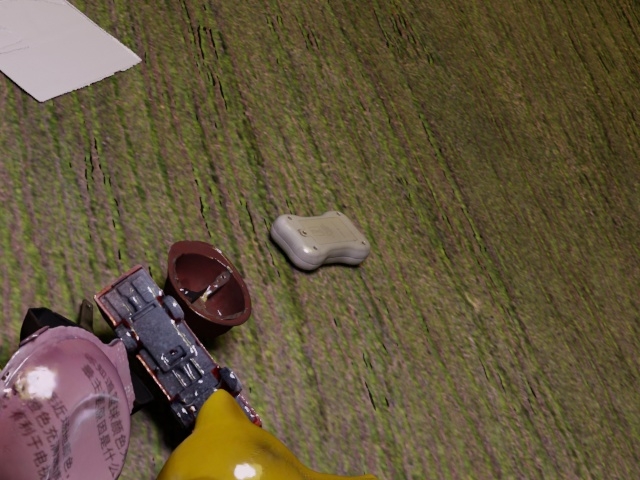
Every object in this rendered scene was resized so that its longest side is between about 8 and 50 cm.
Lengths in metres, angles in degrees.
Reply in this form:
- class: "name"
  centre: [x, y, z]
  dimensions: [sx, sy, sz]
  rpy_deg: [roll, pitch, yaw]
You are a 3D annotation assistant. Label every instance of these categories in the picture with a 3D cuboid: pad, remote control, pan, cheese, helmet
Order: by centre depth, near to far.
- class: "cheese"
  centre: [-0.226, 0.172, 1.273]
  dimensions: [0.074, 0.189, 0.286]
  rpy_deg: [9, 34, 31]
- class: "pan"
  centre: [-0.203, 0.113, 1.494]
  dimensions: [0.128, 0.048, 0.202]
  rpy_deg: [42, 5, 7]
- class: "helmet"
  centre: [-0.119, 0.058, 1.649]
  dimensions: [0.089, 0.057, 0.111]
  rpy_deg: [10, 41, -32]
- class: "remote control"
  centre: [0.000, 0.000, 1.889]
  dimensions: [0.122, 0.032, 0.074]
  rpy_deg: [-5, 47, -48]
- class: "pad"
  centre: [-0.316, -0.228, 1.945]
  dimensions: [0.156, 0.004, 0.232]
  rpy_deg: [39, 29, 8]

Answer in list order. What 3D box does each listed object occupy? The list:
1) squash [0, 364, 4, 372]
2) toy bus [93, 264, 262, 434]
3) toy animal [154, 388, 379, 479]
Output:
- class: "squash"
  centre: [-0.318, 0.172, 1.263]
  dimensions: [0.094, 0.094, 0.224]
  rpy_deg: [34, 37, 1]
- class: "toy bus"
  centre: [-0.126, 0.113, 1.519]
  dimensions: [0.192, 0.065, 0.077]
  rpy_deg: [51, -11, 18]
- class: "toy animal"
  centre: [-0.024, 0.235, 1.392]
  dimensions: [0.230, 0.156, 0.156]
  rpy_deg: [31, 28, -11]
